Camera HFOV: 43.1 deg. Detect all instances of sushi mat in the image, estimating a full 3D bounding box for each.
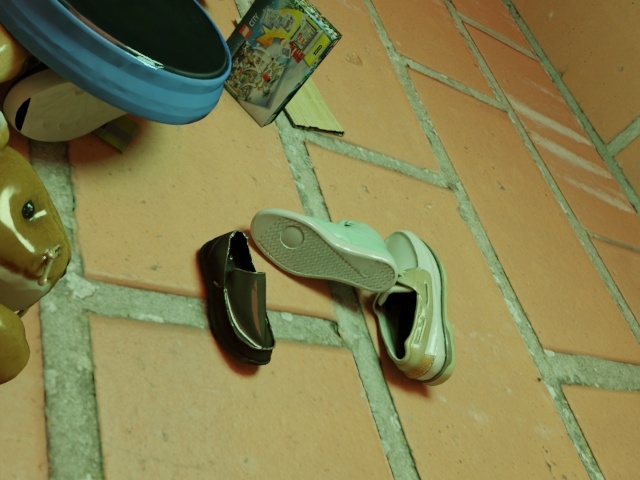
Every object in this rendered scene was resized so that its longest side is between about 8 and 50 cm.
[{"bbox_3d":[-0.067,-0.351,1.727,0.151,0.019,0.316,-1,54,-46],"label":"sushi mat"}]

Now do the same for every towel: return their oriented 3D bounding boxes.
[{"bbox_3d":[-0.320,-0.174,1.265,0.060,0.009,0.083,33,35,-18],"label":"towel"}]

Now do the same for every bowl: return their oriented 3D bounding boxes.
[{"bbox_3d":[-0.295,-0.331,1.170,0.391,0.077,0.391,33,28,-20],"label":"bowl"}]

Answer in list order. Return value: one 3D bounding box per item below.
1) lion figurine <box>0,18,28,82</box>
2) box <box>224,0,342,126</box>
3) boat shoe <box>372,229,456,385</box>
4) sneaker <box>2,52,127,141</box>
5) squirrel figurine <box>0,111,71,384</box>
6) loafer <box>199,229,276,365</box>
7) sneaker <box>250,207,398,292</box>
[{"bbox_3d":[-0.455,-0.201,0.982,0.240,0.142,0.392,22,53,-2],"label":"lion figurine"},{"bbox_3d":[-0.089,-0.348,1.501,0.159,0.233,0.044,48,34,4],"label":"box"},{"bbox_3d":[0.150,0.095,1.380,0.103,0.113,0.302,27,37,-37],"label":"boat shoe"},{"bbox_3d":[-0.399,-0.281,1.208,0.236,0.130,0.323,41,35,10],"label":"sneaker"},{"bbox_3d":[-0.419,0.010,0.686,0.397,0.281,0.370,32,45,-2],"label":"squirrel figurine"},{"bbox_3d":[-0.114,0.074,1.150,0.080,0.078,0.220,7,48,-43],"label":"loafer"},{"bbox_3d":[0.000,0.001,1.363,0.256,0.094,0.151,22,19,-13],"label":"sneaker"}]
